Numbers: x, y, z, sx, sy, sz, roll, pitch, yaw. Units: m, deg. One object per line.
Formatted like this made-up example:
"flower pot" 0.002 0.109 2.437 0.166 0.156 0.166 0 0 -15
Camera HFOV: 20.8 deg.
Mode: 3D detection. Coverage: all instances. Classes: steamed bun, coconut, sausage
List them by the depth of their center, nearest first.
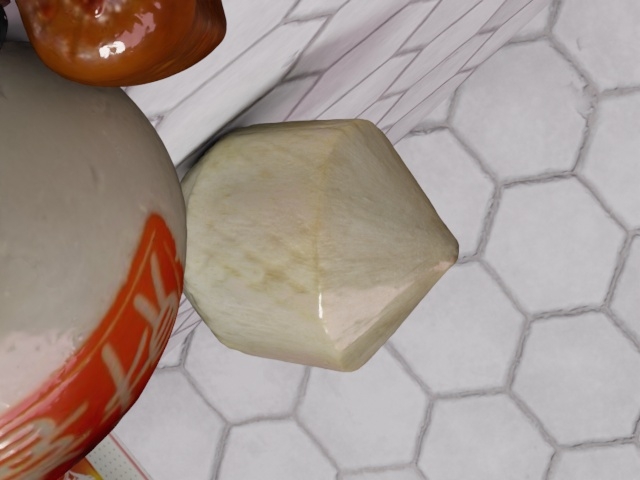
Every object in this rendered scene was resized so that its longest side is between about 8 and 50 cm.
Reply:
"sausage" -0.111 -0.136 1.024 0.097 0.094 0.348 -8 -177 2
"steamed bun" -0.239 0.054 1.163 0.374 0.241 0.374 -41 172 -7
"coconut" 0.000 0.000 1.948 0.329 0.329 0.329 -40 175 -4

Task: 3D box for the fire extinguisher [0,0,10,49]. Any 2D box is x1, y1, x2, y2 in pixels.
"fire extinguisher" -0.279 -0.042 0.854 0.341 0.105 0.141 -39 -146 -20

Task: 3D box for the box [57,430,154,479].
"box" -0.291 0.219 1.641 0.095 0.330 0.210 -45 174 32
